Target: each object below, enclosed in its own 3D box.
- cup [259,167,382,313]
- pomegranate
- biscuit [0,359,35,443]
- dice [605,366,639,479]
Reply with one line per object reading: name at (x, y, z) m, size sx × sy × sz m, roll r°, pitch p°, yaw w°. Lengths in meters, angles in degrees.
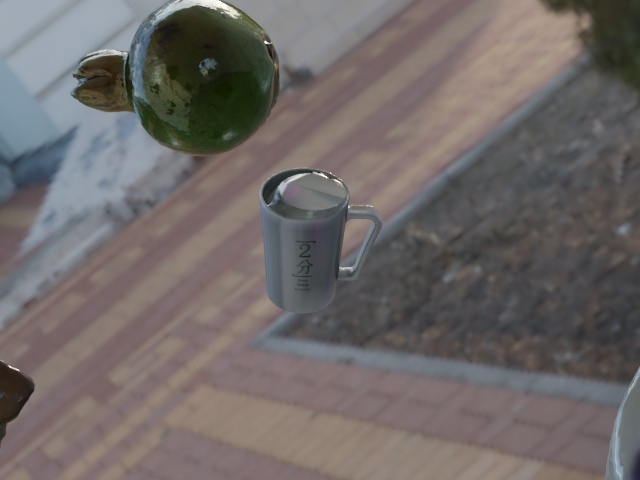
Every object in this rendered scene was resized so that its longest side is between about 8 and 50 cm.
cup at (0.000, 0.000, 1.483) m, size 0.104 × 0.116 × 0.074 m, roll -1°, pitch 38°, yaw -3°
pomegranate at (-0.171, -0.210, 2.055) m, size 0.190 × 0.241 × 0.159 m, roll -62°, pitch -15°, yaw 1°
biscuit at (-0.244, 0.138, 0.890) m, size 0.228 × 0.176 × 0.031 m, roll -19°, pitch -14°, yaw -25°
dice at (0.427, 0.225, 1.625) m, size 0.243 × 0.251 × 0.259 m, roll 18°, pitch 69°, yaw 42°
